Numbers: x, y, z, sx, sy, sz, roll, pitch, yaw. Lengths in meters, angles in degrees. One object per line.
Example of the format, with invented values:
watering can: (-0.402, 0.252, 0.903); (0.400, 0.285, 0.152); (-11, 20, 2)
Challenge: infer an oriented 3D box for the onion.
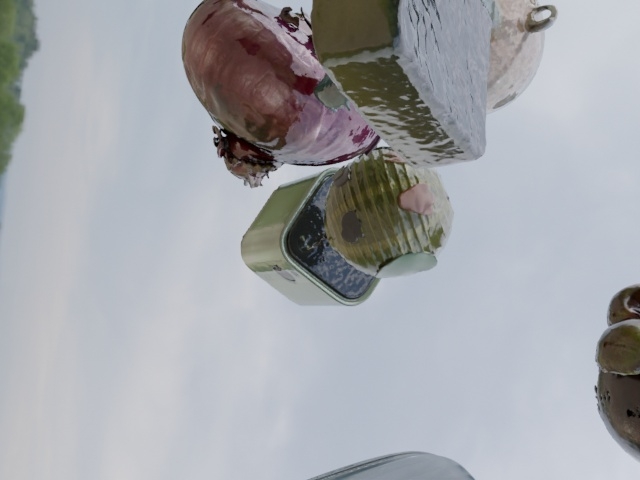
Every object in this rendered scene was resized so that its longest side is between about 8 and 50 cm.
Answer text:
onion: (-0.073, -0.214, 1.404); (0.285, 0.348, 0.347); (-60, -153, 12)

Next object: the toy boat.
toy boat: (0.052, 0.262, 0.860); (0.122, 0.296, 0.114); (-22, -103, 39)

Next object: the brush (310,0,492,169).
brush: (0.058, -0.133, 0.590); (0.059, 0.197, 0.123); (-5, -108, 24)

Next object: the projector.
projector: (0.000, 0.000, 2.077); (0.248, 0.249, 0.249); (-57, -161, -18)

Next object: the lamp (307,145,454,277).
lamp: (0.101, -0.043, 1.710); (0.250, 0.284, 0.250); (-20, 90, -77)

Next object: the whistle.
whistle: (0.111, -0.225, 1.061); (0.348, 0.189, 0.189); (-7, -104, 45)

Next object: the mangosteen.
mangosteen: (0.715, 0.263, 1.783); (0.421, 0.381, 0.381); (62, 3, -37)
